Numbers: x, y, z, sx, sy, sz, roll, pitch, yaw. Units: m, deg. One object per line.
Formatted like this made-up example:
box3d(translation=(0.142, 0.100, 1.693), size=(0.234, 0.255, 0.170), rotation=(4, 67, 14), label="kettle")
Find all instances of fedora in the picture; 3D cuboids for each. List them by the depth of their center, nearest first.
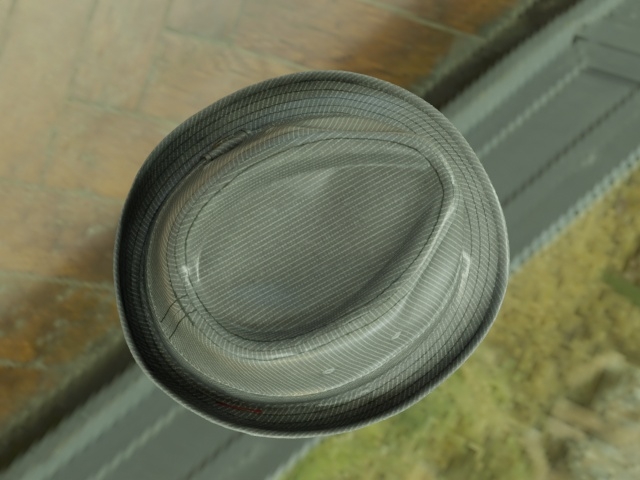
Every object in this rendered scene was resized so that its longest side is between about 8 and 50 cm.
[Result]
box3d(translation=(0.000, 0.000, 1.111), size=(0.276, 0.124, 0.243), rotation=(-22, 83, -10), label="fedora")
